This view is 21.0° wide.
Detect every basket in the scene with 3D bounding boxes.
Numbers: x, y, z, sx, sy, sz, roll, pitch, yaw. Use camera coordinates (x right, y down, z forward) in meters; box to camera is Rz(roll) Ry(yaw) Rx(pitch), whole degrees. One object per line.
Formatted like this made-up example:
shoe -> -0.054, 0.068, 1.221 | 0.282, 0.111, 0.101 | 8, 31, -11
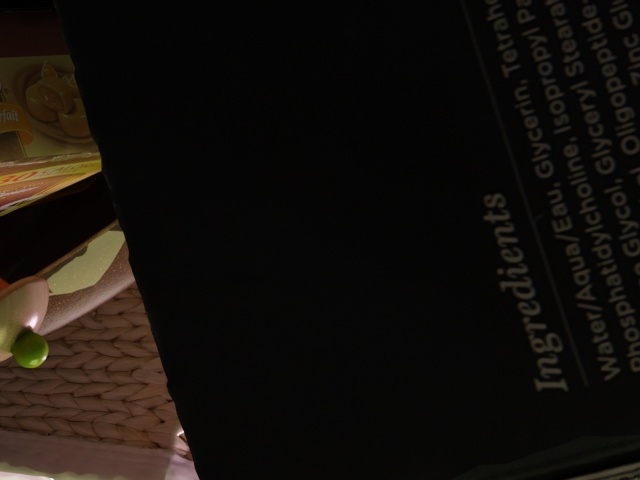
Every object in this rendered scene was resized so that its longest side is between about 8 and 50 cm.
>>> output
basket -> -0.141, 0.143, 1.681 | 0.331, 0.266, 0.328 | -1, 160, 38

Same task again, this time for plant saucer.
plant saucer -> -0.142, -0.019, 1.134 | 0.310, 0.050, 0.310 | -31, -163, 11

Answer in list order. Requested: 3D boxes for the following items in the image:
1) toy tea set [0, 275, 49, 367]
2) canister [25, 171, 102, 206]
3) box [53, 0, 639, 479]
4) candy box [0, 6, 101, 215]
toy tea set -> -0.265, 0.118, 0.864 | 0.336, 0.124, 0.200 | -42, 164, -20
canister -> -0.135, -0.079, 1.032 | 0.170, 0.073, 0.126 | -21, 177, 35
box -> 0.218, -0.086, 0.781 | 0.471, 0.297, 0.480 | -20, 177, 24
candy box -> -0.266, -0.034, 0.937 | 0.316, 0.088, 0.183 | -20, 175, 38
